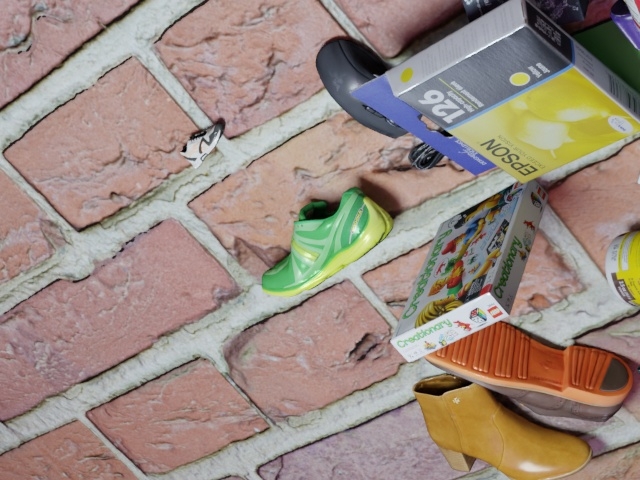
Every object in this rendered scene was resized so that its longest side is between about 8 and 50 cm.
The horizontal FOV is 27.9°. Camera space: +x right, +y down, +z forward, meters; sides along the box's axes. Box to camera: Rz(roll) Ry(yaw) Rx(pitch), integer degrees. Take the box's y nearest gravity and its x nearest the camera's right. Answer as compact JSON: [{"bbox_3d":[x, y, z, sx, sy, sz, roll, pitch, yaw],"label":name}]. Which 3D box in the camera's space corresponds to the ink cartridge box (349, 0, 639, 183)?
[{"bbox_3d":[0.254,-0.187,1.832,0.307,0.072,0.303,-28,139,35],"label":"ink cartridge box"}]

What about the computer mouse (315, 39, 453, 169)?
[{"bbox_3d":[0.121,-0.217,1.941,0.262,0.060,0.184,42,131,-16],"label":"computer mouse"}]

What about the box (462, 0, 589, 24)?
[{"bbox_3d":[0.268,-0.370,1.736,0.158,0.093,0.156,-8,125,25],"label":"box"}]

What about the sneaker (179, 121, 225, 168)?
[{"bbox_3d":[-0.196,-0.162,2.122,0.044,0.040,0.109,37,131,-9],"label":"sneaker"}]

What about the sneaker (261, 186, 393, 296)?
[{"bbox_3d":[0.000,0.000,2.157,0.295,0.109,0.123,-35,88,39],"label":"sneaker"}]

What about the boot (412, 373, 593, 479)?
[{"bbox_3d":[0.318,0.325,2.289,0.295,0.104,0.211,-5,127,29],"label":"boot"}]

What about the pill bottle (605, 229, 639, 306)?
[{"bbox_3d":[0.540,0.030,1.915,0.215,0.117,0.117,-14,123,50],"label":"pill bottle"}]

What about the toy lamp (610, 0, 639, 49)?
[{"bbox_3d":[0.392,-0.377,1.694,0.080,0.080,0.274,-12,121,29],"label":"toy lamp"}]

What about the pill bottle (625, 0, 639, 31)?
[{"bbox_3d":[0.458,-0.360,1.527,0.229,0.229,0.407,-8,146,27],"label":"pill bottle"}]

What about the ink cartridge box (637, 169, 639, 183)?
[{"bbox_3d":[0.521,-0.130,1.866,0.088,0.052,0.122,16,130,8],"label":"ink cartridge box"}]

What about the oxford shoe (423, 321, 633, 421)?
[{"bbox_3d":[0.338,0.237,2.197,0.364,0.130,0.132,16,138,8],"label":"oxford shoe"}]

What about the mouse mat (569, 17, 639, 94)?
[{"bbox_3d":[0.460,-0.260,1.812,0.190,0.007,0.152,-20,119,32],"label":"mouse mat"}]

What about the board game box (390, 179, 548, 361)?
[{"bbox_3d":[0.230,0.039,1.948,0.193,0.305,0.053,-31,110,37],"label":"board game box"}]

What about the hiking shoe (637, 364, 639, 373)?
[{"bbox_3d":[0.614,0.103,1.970,0.113,0.132,0.304,35,132,-9],"label":"hiking shoe"}]
